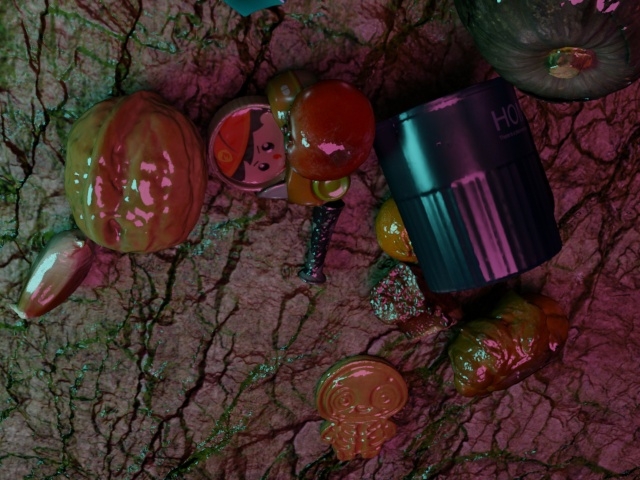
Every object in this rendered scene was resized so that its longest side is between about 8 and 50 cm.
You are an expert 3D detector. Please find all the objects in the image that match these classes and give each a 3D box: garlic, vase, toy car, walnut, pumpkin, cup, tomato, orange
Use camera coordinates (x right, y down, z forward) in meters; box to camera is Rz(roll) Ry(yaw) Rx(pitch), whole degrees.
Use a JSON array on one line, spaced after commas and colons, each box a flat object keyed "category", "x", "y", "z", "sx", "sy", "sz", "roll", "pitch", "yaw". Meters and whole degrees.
[{"category": "garlic", "x": -0.443, "y": 0.042, "z": 1.269, "sx": 0.090, "sy": 0.129, "sz": 0.198, "roll": 42, "pitch": 109, "yaw": -11}, {"category": "vase", "x": 0.000, "y": 0.000, "z": 1.365, "sx": 0.059, "sy": 0.059, "sz": 0.167, "roll": 5, "pitch": 119, "yaw": -13}, {"category": "toy car", "x": -0.075, "y": -0.154, "z": 1.206, "sx": 0.234, "sy": 0.145, "sz": 0.235, "roll": -6, "pitch": 122, "yaw": -10}, {"category": "walnut", "x": -0.290, "y": -0.107, "z": 1.160, "sx": 0.224, "sy": 0.257, "sz": 0.257, "roll": 14, "pitch": 122, "yaw": 19}, {"category": "pumpkin", "x": 0.339, "y": -0.341, "z": 1.005, "sx": 0.327, "sy": 0.291, "sz": 0.258, "roll": 25, "pitch": 68, "yaw": -32}, {"category": "cup", "x": 0.244, "y": -0.089, "z": 1.218, "sx": 0.242, "sy": 0.308, "sz": 0.292, "roll": -19, "pitch": 93, "yaw": 18}, {"category": "tomato", "x": 0.018, "y": -0.151, "z": 1.089, "sx": 0.138, "sy": 0.091, "sz": 0.159, "roll": 0, "pitch": 118, "yaw": -18}, {"category": "orange", "x": 0.167, "y": -0.022, "z": 1.347, "sx": 0.135, "sy": 0.118, "sz": 0.136, "roll": -15, "pitch": 142, "yaw": -12}]

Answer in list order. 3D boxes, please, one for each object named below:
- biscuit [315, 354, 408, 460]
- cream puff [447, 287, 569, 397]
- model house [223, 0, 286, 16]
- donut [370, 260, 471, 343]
[{"category": "biscuit", "x": 0.085, "y": 0.371, "z": 1.609, "sx": 0.201, "sy": 0.044, "sz": 0.289, "roll": 1, "pitch": 118, "yaw": -11}, {"category": "cream puff", "x": 0.372, "y": 0.211, "z": 1.477, "sx": 0.269, "sy": 0.155, "sz": 0.241, "roll": -39, "pitch": 156, "yaw": 3}, {"category": "model house", "x": -0.088, "y": -0.401, "z": 1.077, "sx": 0.100, "sy": 0.127, "sz": 0.149, "roll": 34, "pitch": 106, "yaw": -25}, {"category": "donut", "x": 0.190, "y": 0.125, "z": 1.448, "sx": 0.126, "sy": 0.144, "sz": 0.186, "roll": -36, "pitch": 160, "yaw": 18}]
